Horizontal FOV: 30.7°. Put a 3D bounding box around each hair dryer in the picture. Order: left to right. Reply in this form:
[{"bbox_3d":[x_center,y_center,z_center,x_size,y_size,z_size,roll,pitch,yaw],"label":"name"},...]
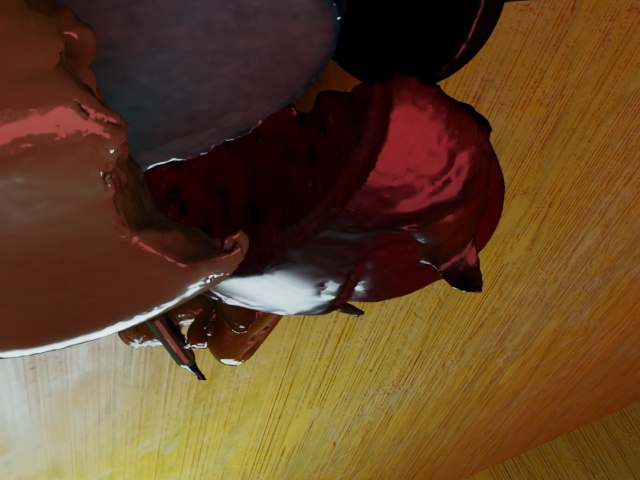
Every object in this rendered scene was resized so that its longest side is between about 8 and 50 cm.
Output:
[{"bbox_3d":[-0.151,0.087,1.129,0.071,0.047,0.150,-28,124,5],"label":"hair dryer"},{"bbox_3d":[0.154,-0.272,0.790,0.320,0.156,0.284,-26,140,-39],"label":"hair dryer"}]

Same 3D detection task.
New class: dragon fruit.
[{"bbox_3d":[0.000,0.000,0.873,0.343,0.100,0.282,-13,151,38],"label":"dragon fruit"}]

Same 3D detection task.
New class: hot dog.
[{"bbox_3d":[-0.038,0.015,1.074,0.269,0.072,0.109,-51,-170,19],"label":"hot dog"}]

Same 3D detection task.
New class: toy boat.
[{"bbox_3d":[-0.148,-0.136,0.707,0.330,0.123,0.215,-18,149,4],"label":"toy boat"}]

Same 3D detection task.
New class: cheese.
[{"bbox_3d":[-0.172,-0.032,0.625,0.233,0.127,0.266,-16,151,5],"label":"cheese"}]

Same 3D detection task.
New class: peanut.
[{"bbox_3d":[-0.152,0.074,1.167,0.113,0.054,0.054,-26,157,7],"label":"peanut"}]
